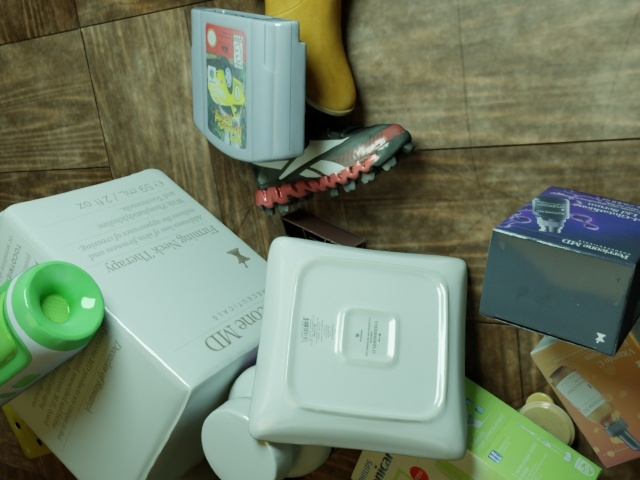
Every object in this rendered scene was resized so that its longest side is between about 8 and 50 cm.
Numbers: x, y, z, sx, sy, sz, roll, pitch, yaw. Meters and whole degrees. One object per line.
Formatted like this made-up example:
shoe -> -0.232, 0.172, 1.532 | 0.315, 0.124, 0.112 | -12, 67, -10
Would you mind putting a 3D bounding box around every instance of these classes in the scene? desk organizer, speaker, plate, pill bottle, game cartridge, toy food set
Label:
desk organizer -> 0.000, 0.000, 1.148 | 0.130, 0.050, 0.047 | 25, 119, 25
speaker -> -0.415, 0.137, 1.020 | 0.297, 0.131, 0.131 | -33, 87, 36
plate -> 0.059, 0.129, 0.976 | 0.278, 0.277, 0.045 | 7, 157, -3
pill bottle -> -0.026, 0.233, 1.091 | 0.169, 0.302, 0.169 | 13, 113, 31
game cartridge -> -0.109, -0.213, 1.043 | 0.294, 0.060, 0.195 | 32, 129, 55
toy food set -> 0.312, 0.258, 1.049 | 0.083, 0.020, 0.082 | 37, 124, 18

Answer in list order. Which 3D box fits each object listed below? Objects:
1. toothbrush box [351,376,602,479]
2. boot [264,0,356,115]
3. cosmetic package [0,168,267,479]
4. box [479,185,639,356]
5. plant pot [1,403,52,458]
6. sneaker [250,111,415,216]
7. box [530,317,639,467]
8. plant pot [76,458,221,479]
toothbrush box -> 0.210, 0.330, 1.067 | 0.283, 0.122, 0.206 | 35, 131, 21
boot -> -0.001, -0.333, 0.986 | 0.295, 0.104, 0.211 | 59, 138, 13
cosmetic package -> -0.292, 0.147, 1.223 | 0.394, 0.329, 0.327 | 39, 122, 16
box -> 0.294, 0.025, 0.860 | 0.153, 0.207, 0.108 | 17, 115, 29
plant pot -> -0.509, 0.322, 1.521 | 0.212, 0.187, 0.212 | -24, 93, 37
sneaker -> 0.000, -0.129, 1.072 | 0.276, 0.098, 0.135 | -15, 100, 38
box -> 0.371, 0.170, 0.934 | 0.130, 0.091, 0.170 | -37, 84, 37
plant pot -> -0.267, 0.488, 1.363 | 0.306, 0.334, 0.333 | 31, 122, 35
